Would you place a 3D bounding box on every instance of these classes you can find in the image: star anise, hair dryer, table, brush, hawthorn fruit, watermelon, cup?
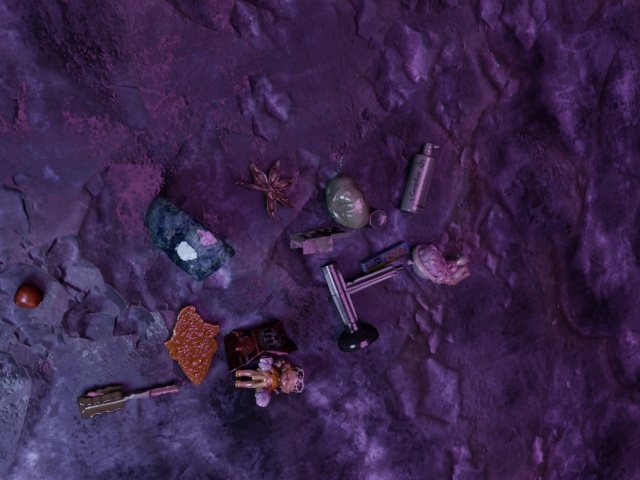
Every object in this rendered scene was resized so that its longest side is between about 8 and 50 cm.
[{"bbox_3d":[-0.164,-0.178,1.710,0.172,0.063,0.208,-47,108,-13],"label":"star anise"},{"bbox_3d":[0.170,0.214,1.823,0.284,0.156,0.320,-11,98,13],"label":"hair dryer"},{"bbox_3d":[0.000,0.000,1.752,0.175,0.146,0.062,-7,100,-19],"label":"table"},{"bbox_3d":[-0.610,0.498,1.640,0.301,0.071,0.084,-8,113,-20],"label":"brush"},{"bbox_3d":[-0.849,0.163,1.491,0.077,0.077,0.077,-3,100,-21],"label":"hawthorn fruit"},{"bbox_3d":[-0.420,0.000,1.586,0.318,0.226,0.148,37,84,11],"label":"watermelon"},{"bbox_3d":[0.181,-0.076,1.848,0.100,0.077,0.078,-27,107,-15],"label":"cup"}]

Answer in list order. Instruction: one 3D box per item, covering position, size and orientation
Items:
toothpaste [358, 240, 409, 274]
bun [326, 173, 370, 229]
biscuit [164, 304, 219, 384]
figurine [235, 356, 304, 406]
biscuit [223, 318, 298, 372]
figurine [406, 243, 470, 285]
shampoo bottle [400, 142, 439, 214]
[{"bbox_3d":[0.242,0.073,1.913,0.193,0.044,0.070,-26,106,-15],"label":"toothpaste"},{"bbox_3d":[0.083,-0.126,1.745,0.118,0.195,0.195,-22,106,-10],"label":"bun"},{"bbox_3d":[-0.421,0.346,1.701,0.183,0.043,0.280,-9,106,-16],"label":"biscuit"},{"bbox_3d":[-0.172,0.480,1.779,0.240,0.116,0.174,4,79,-17],"label":"figurine"},{"bbox_3d":[-0.207,0.349,1.733,0.235,0.151,0.063,-11,139,-18],"label":"biscuit"},{"bbox_3d":[0.440,0.089,1.939,0.237,0.162,0.141,19,134,-21],"label":"figurine"},{"bbox_3d":[0.367,-0.230,1.891,0.085,0.085,0.262,13,93,-23],"label":"shampoo bottle"}]
